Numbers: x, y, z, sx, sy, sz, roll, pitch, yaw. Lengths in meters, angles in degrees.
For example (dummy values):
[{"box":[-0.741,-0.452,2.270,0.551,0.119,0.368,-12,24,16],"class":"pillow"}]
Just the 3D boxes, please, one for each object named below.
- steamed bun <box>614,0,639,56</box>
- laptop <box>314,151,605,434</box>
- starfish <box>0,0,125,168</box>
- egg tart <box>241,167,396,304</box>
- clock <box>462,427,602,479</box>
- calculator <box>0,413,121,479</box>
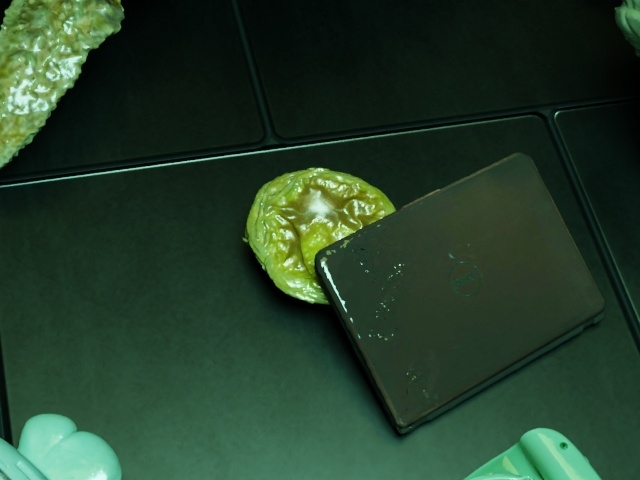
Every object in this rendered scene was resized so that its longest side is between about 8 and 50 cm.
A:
[{"box":[0.391,-0.226,1.008,0.339,0.352,0.247,-27,60,2],"class":"steamed bun"},{"box":[0.109,0.036,0.967,0.207,0.026,0.154,-27,88,-22],"class":"laptop"},{"box":[-0.234,-0.216,1.077,0.384,0.132,0.398,20,54,12],"class":"starfish"},{"box":[0.000,0.000,0.995,0.130,0.052,0.130,4,58,-6],"class":"egg tart"},{"box":[0.127,0.229,0.857,0.188,0.060,0.148,-27,64,-21],"class":"clock"},{"box":[-0.260,0.222,0.827,0.184,0.042,0.295,39,62,18],"class":"calculator"}]
